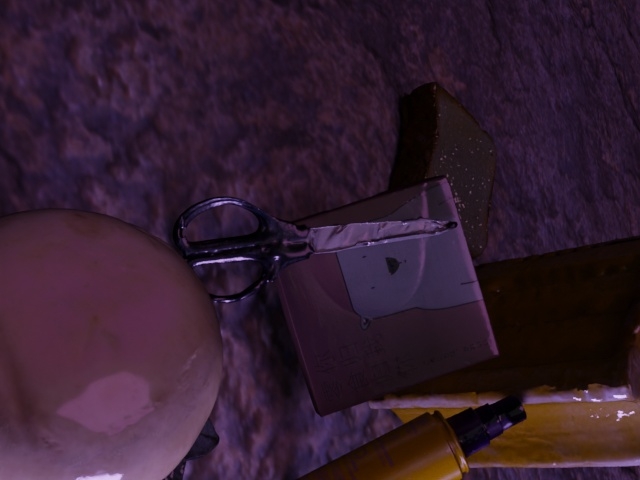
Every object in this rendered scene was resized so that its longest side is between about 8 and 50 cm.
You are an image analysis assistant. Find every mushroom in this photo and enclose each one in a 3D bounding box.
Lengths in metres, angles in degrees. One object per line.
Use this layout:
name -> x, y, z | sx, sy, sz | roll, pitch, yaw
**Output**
mushroom -> -0.196, 0.098, 0.626 | 0.246, 0.202, 0.246 | 14, 34, -10

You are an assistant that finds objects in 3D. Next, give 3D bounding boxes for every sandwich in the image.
sandwich -> 0.173, -0.089, 1.154 | 0.186, 0.065, 0.215 | 35, 57, -36

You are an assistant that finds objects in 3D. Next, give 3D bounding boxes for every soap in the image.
soap -> 0.271, 0.137, 1.015 | 0.293, 0.335, 0.156 | -47, 115, -47

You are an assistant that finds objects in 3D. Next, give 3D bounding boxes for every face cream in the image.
face cream -> 0.091, 0.236, 0.858 | 0.273, 0.078, 0.078 | -26, 103, -5

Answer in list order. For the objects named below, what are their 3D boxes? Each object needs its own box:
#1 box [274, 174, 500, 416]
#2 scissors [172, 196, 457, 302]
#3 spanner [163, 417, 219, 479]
box -> 0.064, 0.060, 0.907 | 0.215, 0.086, 0.215 | -17, 92, -8
scissors -> 0.000, 0.000, 0.844 | 0.300, 0.022, 0.109 | -6, 94, -8
spanner -> -0.214, 0.203, 0.694 | 0.325, 0.026, 0.093 | -3, 81, -46
